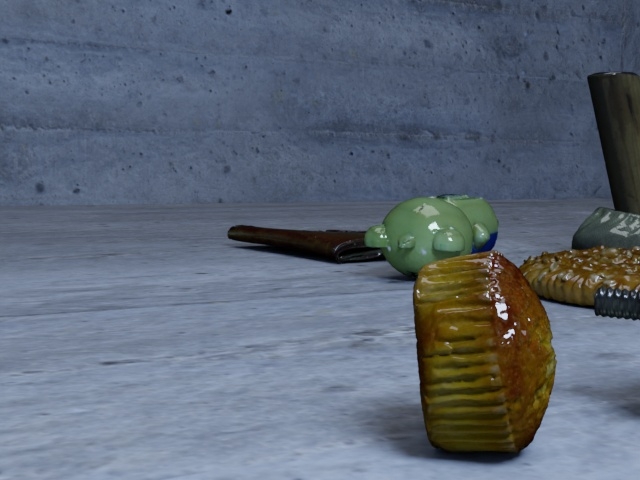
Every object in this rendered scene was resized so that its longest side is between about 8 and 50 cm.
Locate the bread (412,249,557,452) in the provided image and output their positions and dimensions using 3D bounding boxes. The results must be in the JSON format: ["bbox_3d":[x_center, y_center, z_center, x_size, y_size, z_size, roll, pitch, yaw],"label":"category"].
[{"bbox_3d":[0.070,0.046,0.408,0.053,0.085,0.085,-6,3,14],"label":"bread"}]

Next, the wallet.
[{"bbox_3d":[0.000,0.000,1.253,0.137,0.031,0.255,-3,6,-35],"label":"wallet"}]

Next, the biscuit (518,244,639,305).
[{"bbox_3d":[0.331,0.031,0.889,0.305,0.038,0.305,1,5,0],"label":"biscuit"}]

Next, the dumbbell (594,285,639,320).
[{"bbox_3d":[0.225,0.037,0.429,0.208,0.099,0.099,5,6,29],"label":"dumbbell"}]

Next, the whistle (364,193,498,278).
[{"bbox_3d":[0.131,-0.006,1.028,0.105,0.085,0.227,4,7,29],"label":"whistle"}]

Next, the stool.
[{"bbox_3d":[0.468,-0.083,1.178,0.310,0.226,0.310,1,4,23],"label":"stool"}]
